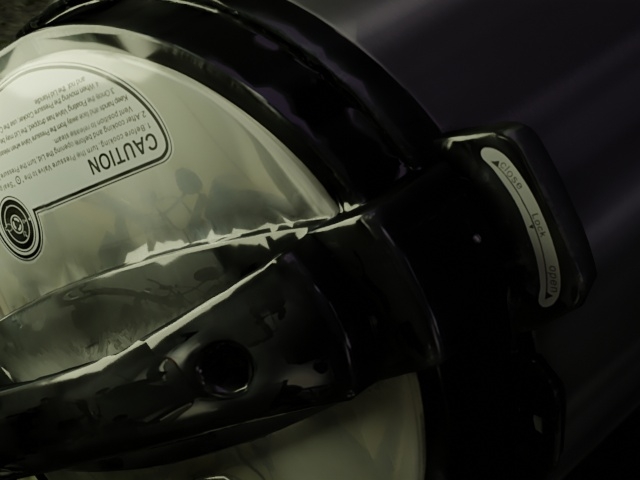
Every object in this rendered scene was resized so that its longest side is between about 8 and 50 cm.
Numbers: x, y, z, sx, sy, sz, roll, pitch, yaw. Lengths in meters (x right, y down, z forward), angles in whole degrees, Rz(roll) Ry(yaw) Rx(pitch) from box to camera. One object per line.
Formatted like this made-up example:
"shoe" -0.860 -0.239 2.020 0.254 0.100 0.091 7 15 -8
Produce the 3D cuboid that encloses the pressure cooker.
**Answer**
"pressure cooker" 0.004 0.005 0.942 0.375 0.370 0.420 34 42 23
